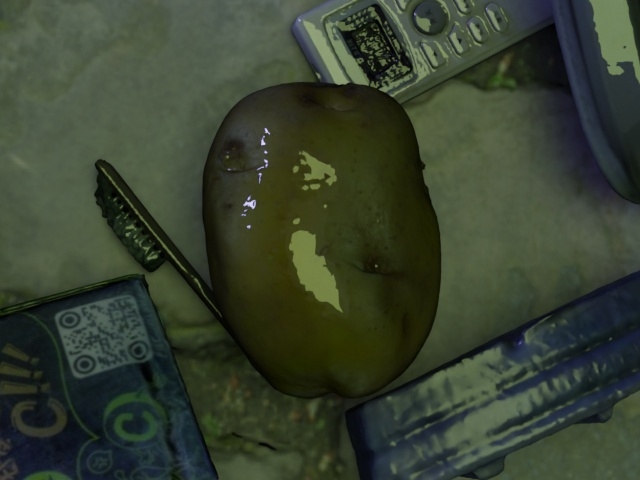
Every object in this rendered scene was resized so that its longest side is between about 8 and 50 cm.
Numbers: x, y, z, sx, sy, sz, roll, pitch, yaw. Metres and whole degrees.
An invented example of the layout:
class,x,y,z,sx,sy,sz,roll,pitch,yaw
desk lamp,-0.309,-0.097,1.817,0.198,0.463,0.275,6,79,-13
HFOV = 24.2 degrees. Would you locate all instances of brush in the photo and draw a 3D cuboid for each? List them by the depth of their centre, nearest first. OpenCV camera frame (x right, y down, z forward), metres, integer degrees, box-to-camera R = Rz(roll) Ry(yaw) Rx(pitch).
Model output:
class,x,y,z,sx,sy,sz,roll,pitch,yaw
brush,-0.090,0.028,0.972,0.027,0.034,0.190,-40,93,-3

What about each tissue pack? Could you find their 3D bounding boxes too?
class,x,y,z,sx,sy,sz,roll,pitch,yaw
tissue pack,-0.190,0.126,0.891,0.235,0.073,0.173,-17,59,-13

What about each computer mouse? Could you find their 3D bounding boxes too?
class,x,y,z,sx,sy,sz,roll,pitch,yaw
computer mouse,0.215,-0.186,1.022,0.197,0.095,0.331,-9,90,-40

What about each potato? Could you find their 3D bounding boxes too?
class,x,y,z,sx,sy,sz,roll,pitch,yaw
potato,0.003,-0.001,0.940,0.154,0.137,0.200,0,83,-14

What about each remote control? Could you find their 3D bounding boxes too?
class,x,y,z,sx,sy,sz,roll,pitch,yaw
remote control,0.080,-0.155,1.027,0.190,0.029,0.087,-28,91,-13

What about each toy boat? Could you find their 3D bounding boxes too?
class,x,y,z,sx,sy,sz,roll,pitch,yaw
toy boat,0.148,0.089,0.968,0.283,0.127,0.078,-25,83,-11
